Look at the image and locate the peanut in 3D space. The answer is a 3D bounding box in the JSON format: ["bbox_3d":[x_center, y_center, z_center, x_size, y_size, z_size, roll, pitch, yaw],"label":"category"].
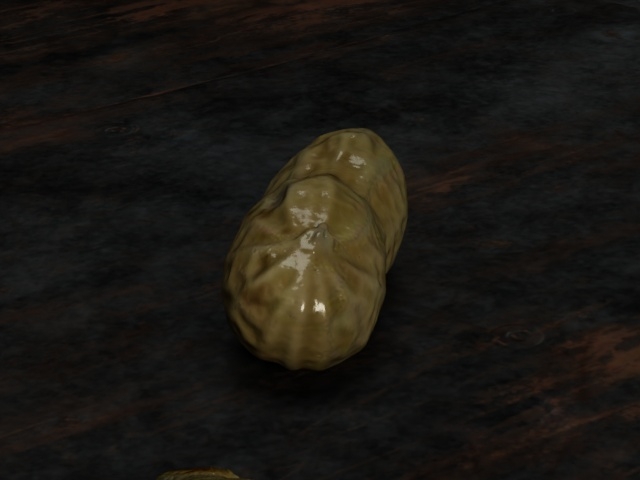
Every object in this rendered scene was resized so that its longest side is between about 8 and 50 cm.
[{"bbox_3d":[0.000,0.000,1.545,0.140,0.153,0.325,7,32,10],"label":"peanut"}]

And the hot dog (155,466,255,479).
[{"bbox_3d":[-0.075,0.191,1.225,0.078,0.061,0.169,0,-3,-13],"label":"hot dog"}]
